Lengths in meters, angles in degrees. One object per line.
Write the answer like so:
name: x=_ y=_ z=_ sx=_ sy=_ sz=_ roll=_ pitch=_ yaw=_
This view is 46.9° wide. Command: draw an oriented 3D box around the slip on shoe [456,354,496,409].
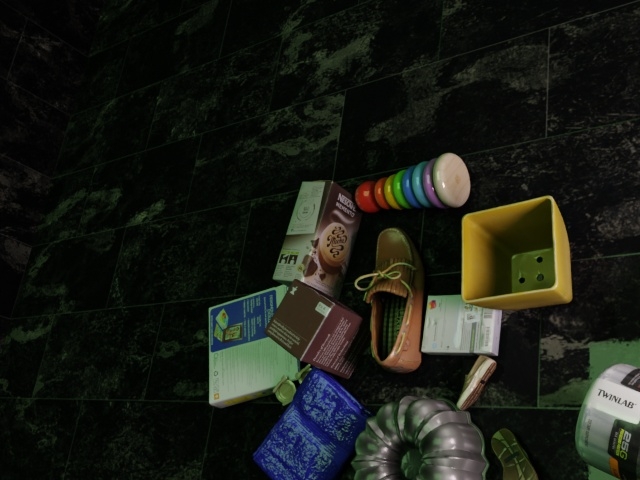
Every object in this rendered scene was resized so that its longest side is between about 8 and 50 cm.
slip on shoe: x=0.346 y=0.322 z=1.677 sx=0.041 sy=0.051 sz=0.135 roll=31 pitch=87 yaw=40

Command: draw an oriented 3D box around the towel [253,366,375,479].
towel: x=-0.025 y=0.498 z=1.858 sx=0.228 sy=0.076 sz=0.308 roll=37 pitch=97 yaw=33

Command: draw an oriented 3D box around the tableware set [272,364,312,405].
tableware set: x=-0.045 y=0.418 z=1.949 sx=0.141 sy=0.020 sz=0.168 roll=-38 pitch=70 yaw=18

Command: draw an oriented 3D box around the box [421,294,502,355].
box: x=0.337 y=0.201 z=1.757 sx=0.186 sy=0.038 sz=0.145 roll=-6 pitch=65 yaw=38

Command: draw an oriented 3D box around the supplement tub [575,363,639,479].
supplement tub: x=0.646 y=0.362 z=1.291 sx=0.338 sy=0.207 sz=0.207 roll=18 pitch=81 yaw=45

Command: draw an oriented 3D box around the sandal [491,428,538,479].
sandal: x=0.413 y=0.478 z=1.549 sx=0.072 sy=0.049 sz=0.180 roll=-34 pitch=35 yaw=16

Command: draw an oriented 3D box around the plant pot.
plant pot: x=0.451 y=0.053 z=1.630 sx=0.212 sy=0.187 sz=0.212 roll=-13 pitch=60 yaw=36

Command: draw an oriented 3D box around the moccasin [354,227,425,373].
moccasin: x=0.175 y=0.139 z=1.850 sx=0.139 sy=0.147 sz=0.379 roll=-10 pitch=62 yaw=37

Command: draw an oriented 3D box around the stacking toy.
stacking toy: x=0.226 y=-0.132 z=1.967 sx=0.330 sy=0.141 sz=0.141 roll=-11 pitch=62 yaw=42

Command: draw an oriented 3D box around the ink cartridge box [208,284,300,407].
ink cartridge box: x=-0.184 y=0.300 z=2.126 sx=0.307 sy=0.072 sz=0.303 roll=-18 pitch=57 yaw=21

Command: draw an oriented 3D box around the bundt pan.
bundt pan: x=0.203 y=0.502 z=1.659 sx=0.331 sy=0.124 sz=0.330 roll=-19 pitch=58 yaw=33

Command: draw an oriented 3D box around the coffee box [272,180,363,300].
coffee box: x=0.000 y=0.000 z=2.057 sx=0.119 sy=0.168 sz=0.297 roll=3 pitch=72 yaw=42

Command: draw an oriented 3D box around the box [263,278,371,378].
box: x=0.003 y=0.230 z=1.912 sx=0.168 sy=0.203 sz=0.167 roll=30 pitch=90 yaw=46
